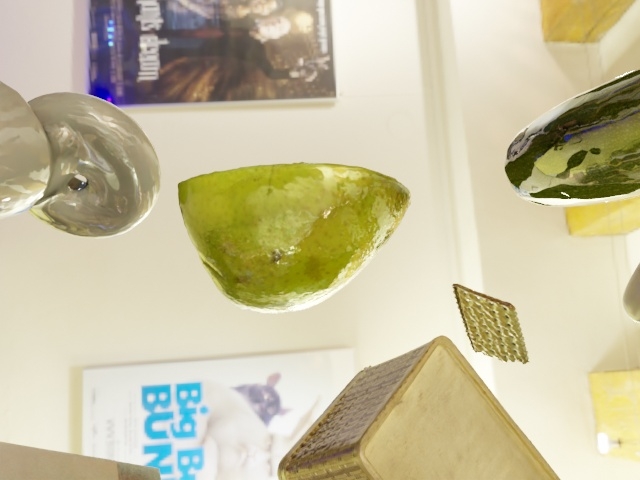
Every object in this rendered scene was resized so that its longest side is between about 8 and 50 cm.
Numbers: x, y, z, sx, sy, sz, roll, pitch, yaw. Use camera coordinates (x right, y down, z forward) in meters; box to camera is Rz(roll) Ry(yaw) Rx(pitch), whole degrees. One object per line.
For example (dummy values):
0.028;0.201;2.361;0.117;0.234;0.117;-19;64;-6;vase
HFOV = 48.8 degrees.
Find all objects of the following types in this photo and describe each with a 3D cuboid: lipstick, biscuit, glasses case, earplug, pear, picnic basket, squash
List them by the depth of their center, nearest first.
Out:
0.186;-0.066;0.400;0.080;0.071;0.318;-65;-166;-19;squash
-0.343;0.277;0.780;0.371;0.076;0.079;28;32;-44;lipstick
0.132;0.310;0.836;0.313;0.228;0.175;52;-44;-3;picnic basket
-0.001;0.003;0.855;0.288;0.239;0.139;35;41;-62;pear
-0.363;-0.093;0.890;0.214;0.326;0.175;-49;-132;30;earplug
0.564;0.051;1.165;0.074;0.049;0.193;-110;-144;-56;glasses case
0.319;0.164;1.307;0.144;0.016;0.203;20;-34;43;biscuit
